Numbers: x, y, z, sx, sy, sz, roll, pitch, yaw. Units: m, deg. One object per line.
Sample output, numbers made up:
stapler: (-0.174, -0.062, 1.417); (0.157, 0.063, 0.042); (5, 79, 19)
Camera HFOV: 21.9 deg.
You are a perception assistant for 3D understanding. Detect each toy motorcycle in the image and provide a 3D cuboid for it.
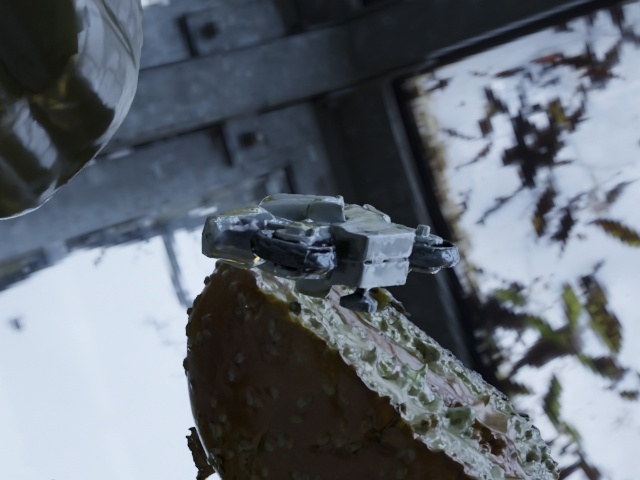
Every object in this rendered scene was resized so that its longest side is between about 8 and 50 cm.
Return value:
toy motorcycle: (0.000, 0.000, 1.259); (0.151, 0.228, 0.074); (17, -78, 36)

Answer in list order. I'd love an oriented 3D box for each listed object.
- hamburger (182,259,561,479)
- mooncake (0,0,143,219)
hamburger: (0.014, 0.214, 1.747); (0.445, 0.268, 0.287); (38, -74, 1)
mooncake: (-0.355, -0.210, 1.528); (0.378, 0.378, 0.201); (47, -9, 18)
